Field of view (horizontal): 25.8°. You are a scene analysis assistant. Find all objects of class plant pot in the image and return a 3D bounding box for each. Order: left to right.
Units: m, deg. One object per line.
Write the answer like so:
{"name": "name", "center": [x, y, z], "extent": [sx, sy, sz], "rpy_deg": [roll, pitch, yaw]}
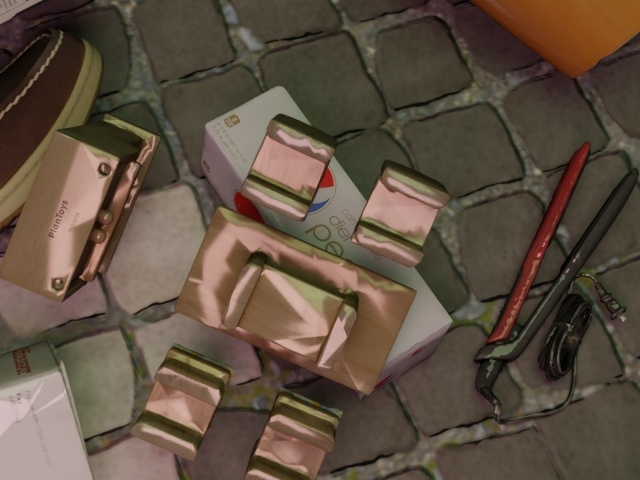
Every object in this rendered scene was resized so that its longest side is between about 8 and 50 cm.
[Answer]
{"name": "plant pot", "center": [0.181, -0.235, 1.067], "extent": [0.205, 0.205, 0.188], "rpy_deg": [-42, 93, -22]}

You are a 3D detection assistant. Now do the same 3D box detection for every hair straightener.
{"name": "hair straightener", "center": [0.183, 0.039, 1.016], "extent": [0.089, 0.047, 0.230], "rpy_deg": [27, 66, 4]}

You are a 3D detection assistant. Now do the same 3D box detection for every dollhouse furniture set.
{"name": "dollhouse furniture set", "center": [-0.063, 0.015, 0.915], "extent": [0.242, 0.161, 0.212], "rpy_deg": [24, 97, -1]}

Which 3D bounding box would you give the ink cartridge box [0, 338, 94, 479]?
{"name": "ink cartridge box", "center": [-0.243, 0.131, 0.851], "extent": [0.190, 0.139, 0.082], "rpy_deg": [-16, 96, -13]}

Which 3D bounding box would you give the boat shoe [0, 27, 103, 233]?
{"name": "boat shoe", "center": [-0.270, -0.044, 0.911], "extent": [0.123, 0.123, 0.342], "rpy_deg": [50, 56, -23]}

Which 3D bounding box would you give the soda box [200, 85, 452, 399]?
{"name": "soda box", "center": [0.000, 0.000, 0.991], "extent": [0.069, 0.074, 0.216], "rpy_deg": [-31, 74, -19]}

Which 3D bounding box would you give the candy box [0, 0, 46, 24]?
{"name": "candy box", "center": [-0.280, -0.190, 0.993], "extent": [0.233, 0.071, 0.159], "rpy_deg": [-31, 33, -20]}
